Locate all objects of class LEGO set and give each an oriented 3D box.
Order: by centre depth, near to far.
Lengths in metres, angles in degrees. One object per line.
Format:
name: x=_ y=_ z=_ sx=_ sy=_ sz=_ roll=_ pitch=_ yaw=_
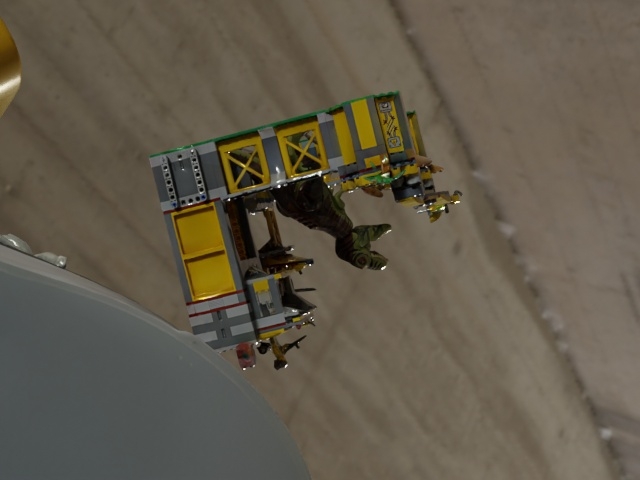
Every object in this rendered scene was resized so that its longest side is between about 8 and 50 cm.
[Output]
LEGO set: x=0.000 y=0.000 z=1.106 sx=0.255 sy=0.192 sz=0.331 roll=-14 pitch=0 yaw=0

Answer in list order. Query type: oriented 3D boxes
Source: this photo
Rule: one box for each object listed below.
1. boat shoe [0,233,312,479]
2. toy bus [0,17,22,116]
boat shoe: x=-0.140 y=0.048 z=0.505 sx=0.306 sy=0.113 sz=0.105 roll=28 pitch=0 yaw=-20
toy bus: x=-0.229 y=-0.056 z=0.556 sx=0.104 sy=0.202 sz=0.191 roll=57 pitch=15 yaw=-1
